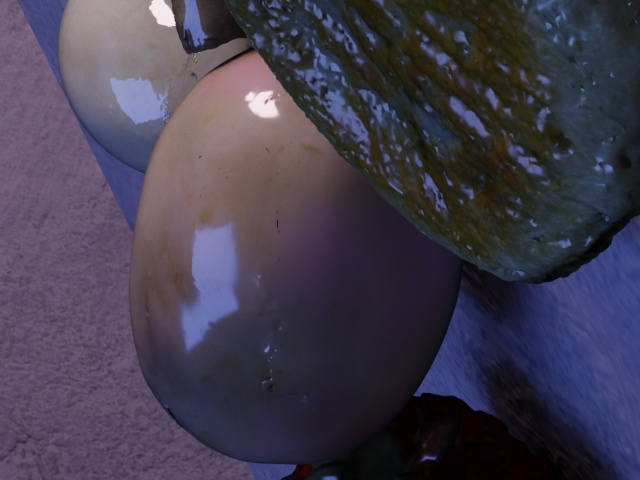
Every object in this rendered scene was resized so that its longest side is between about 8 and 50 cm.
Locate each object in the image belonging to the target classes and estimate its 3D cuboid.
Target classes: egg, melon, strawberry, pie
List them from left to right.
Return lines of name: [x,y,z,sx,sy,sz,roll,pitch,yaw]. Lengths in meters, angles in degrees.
egg: [-0.104,-0.140,1.281,0.253,0.186,0.186,34,150,62]
melon: [-0.016,0.014,1.130,0.223,0.223,0.317,52,142,40]
pie: [0.045,-0.112,0.814,0.323,0.070,0.323,39,157,20]
strawberry: [0.106,0.299,1.230,0.351,0.267,0.312,50,-168,-22]

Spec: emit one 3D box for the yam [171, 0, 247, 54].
yam: [-0.090,-0.297,1.020,0.083,0.083,0.372,-143,37,-64]
